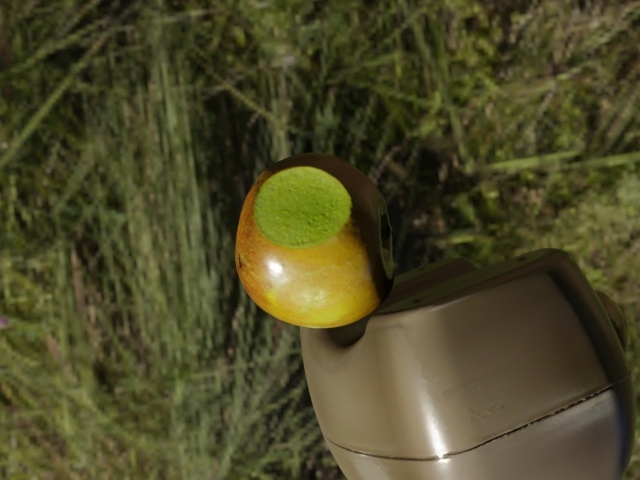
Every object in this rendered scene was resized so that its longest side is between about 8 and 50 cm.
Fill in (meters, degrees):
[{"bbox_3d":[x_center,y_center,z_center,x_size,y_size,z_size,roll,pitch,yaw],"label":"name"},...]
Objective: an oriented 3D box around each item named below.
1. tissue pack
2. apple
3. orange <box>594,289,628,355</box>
[{"bbox_3d":[0.149,0.169,1.365,0.267,0.276,0.387,-18,-179,-19],"label":"tissue pack"},{"bbox_3d":[0.001,0.004,1.245,0.147,0.163,0.146,9,153,18],"label":"apple"},{"bbox_3d":[0.355,0.135,1.745,0.112,0.169,0.160,-17,144,41],"label":"orange"}]
